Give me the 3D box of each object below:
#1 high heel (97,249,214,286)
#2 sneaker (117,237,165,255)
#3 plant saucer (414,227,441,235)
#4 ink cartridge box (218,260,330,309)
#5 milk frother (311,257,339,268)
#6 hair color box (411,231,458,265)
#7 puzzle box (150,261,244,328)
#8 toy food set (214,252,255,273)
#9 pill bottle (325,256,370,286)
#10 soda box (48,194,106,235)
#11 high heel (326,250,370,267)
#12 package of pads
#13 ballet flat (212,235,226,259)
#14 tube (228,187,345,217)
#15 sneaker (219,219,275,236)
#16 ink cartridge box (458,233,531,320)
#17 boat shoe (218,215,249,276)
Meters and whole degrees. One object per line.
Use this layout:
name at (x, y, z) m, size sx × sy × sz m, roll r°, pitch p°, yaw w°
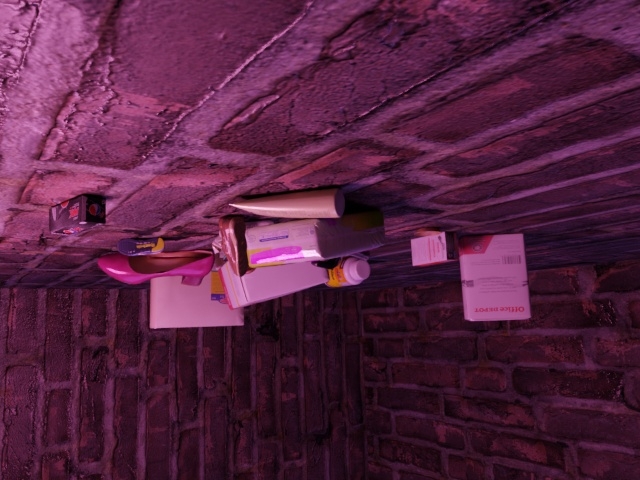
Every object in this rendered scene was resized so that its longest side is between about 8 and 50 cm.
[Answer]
high heel at (-0.564, 0.063, 1.890) m, size 0.377 × 0.127 × 0.181 m, roll 7°, pitch 139°, yaw -28°
sneaker at (-0.544, 0.021, 1.659) m, size 0.144 × 0.053 × 0.059 m, roll -1°, pitch 173°, yaw -2°
plant saucer at (0.328, -0.028, 1.661) m, size 0.083 × 0.015 × 0.083 m, roll -1°, pitch 171°, yaw 0°
ink cartridge box at (-0.165, 0.111, 1.796) m, size 0.279 × 0.160 × 0.384 m, roll -14°, pitch 174°, yaw -19°
milk frother at (0.000, 0.000, 1.571) m, size 0.143 × 0.129 × 0.134 m, roll 44°, pitch -160°, yaw 33°
hair color box at (0.373, 0.030, 1.789) m, size 0.053 × 0.093 × 0.167 m, roll 2°, pitch 171°, yaw -29°
puzzle box at (-0.488, 0.215, 2.198) m, size 0.409 × 0.272 × 0.052 m, roll 7°, pitch 167°, yaw -43°
toy food set at (-0.189, 0.040, 1.526) m, size 0.217 × 0.071 × 0.128 m, roll -27°, pitch -158°, yaw -11°
pill bottle at (0.109, 0.133, 2.302) m, size 0.117 × 0.117 × 0.215 m, roll 5°, pitch 168°, yaw -38°
soda box at (-0.524, -0.052, 1.169) m, size 0.169 × 0.060 × 0.053 m, roll -11°, pitch 169°, yaw 41°
high heel at (0.009, 0.028, 1.783) m, size 0.261 × 0.093 × 0.186 m, roll -7°, pitch 159°, yaw 44°
package of pads at (-0.011, -0.004, 1.309) m, size 0.229 × 0.101 × 0.296 m, roll -8°, pitch -179°, yaw 36°
ballet flat at (-0.295, 0.011, 1.662) m, size 0.068 × 0.072 × 0.213 m, roll 30°, pitch 159°, yaw -17°
tube at (-0.070, -0.076, 1.159) m, size 0.240 × 0.062 × 0.070 m, roll -2°, pitch 130°, yaw 23°
sneaker at (-0.197, -0.019, 1.440) m, size 0.190 × 0.071 × 0.083 m, roll -11°, pitch 162°, yaw 42°
ink cartridge box at (0.582, 0.127, 1.837) m, size 0.207 × 0.283 × 0.117 m, roll -3°, pitch 171°, yaw 6°
boat shoe at (-0.223, 0.013, 1.405) m, size 0.060 × 0.178 × 0.064 m, roll 12°, pitch -144°, yaw 23°
